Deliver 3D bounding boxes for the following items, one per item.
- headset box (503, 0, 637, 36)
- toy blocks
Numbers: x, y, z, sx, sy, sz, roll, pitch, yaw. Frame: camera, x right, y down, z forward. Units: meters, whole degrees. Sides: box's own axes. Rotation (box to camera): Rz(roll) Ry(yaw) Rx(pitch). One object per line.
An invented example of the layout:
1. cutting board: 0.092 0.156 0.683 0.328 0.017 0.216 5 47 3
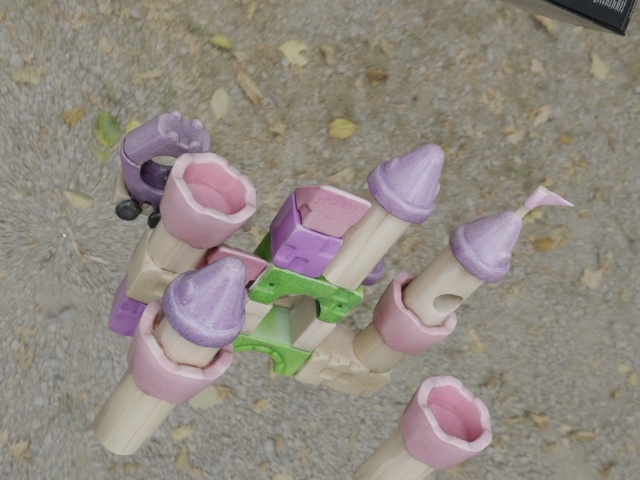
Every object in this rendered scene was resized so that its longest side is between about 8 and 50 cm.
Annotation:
1. headset box: 0.139 -0.305 0.611 0.283 0.131 0.246 3 111 -41
2. toy blocks: 0.000 0.000 0.670 0.288 0.309 0.260 19 129 -24
